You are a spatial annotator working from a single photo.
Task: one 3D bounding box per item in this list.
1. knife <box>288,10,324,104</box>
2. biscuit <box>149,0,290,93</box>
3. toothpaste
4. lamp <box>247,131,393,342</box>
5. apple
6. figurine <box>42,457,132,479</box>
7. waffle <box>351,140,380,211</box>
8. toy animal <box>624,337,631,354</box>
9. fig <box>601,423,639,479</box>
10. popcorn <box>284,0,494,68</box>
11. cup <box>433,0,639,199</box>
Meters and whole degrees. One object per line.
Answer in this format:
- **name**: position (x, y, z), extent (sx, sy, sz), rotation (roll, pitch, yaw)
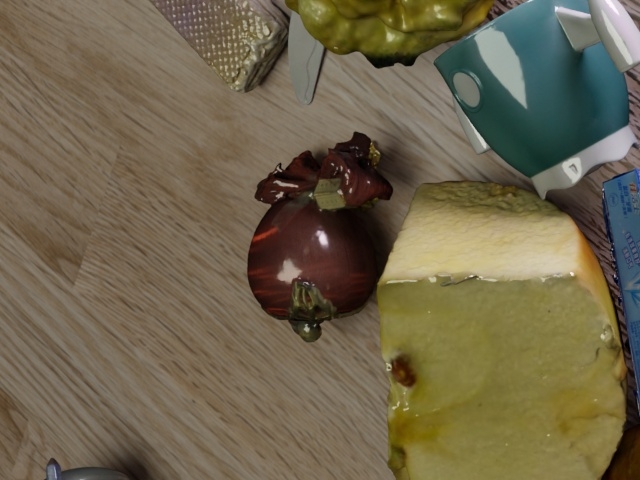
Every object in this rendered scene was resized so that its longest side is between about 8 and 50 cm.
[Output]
- **knife**: position (-0.002, -0.270, 1.495), extent (0.058, 0.032, 0.244), rotation (24, 120, 6)
- **biscuit**: position (-0.136, -0.295, 1.580), extent (0.239, 0.062, 0.108), rotation (48, 124, 19)
- **toothpaste**: position (0.316, 0.070, 1.189), extent (0.053, 0.066, 0.272), rotation (-27, 67, 56)
- **lamp**: position (-0.008, 0.006, 1.476), extent (0.215, 0.151, 0.223), rotation (-3, 110, 53)
- **apple**: position (0.164, 0.123, 1.314), extent (0.314, 0.252, 0.309), rotation (33, 142, 53)
- **figurine**: position (-0.263, 0.468, 1.804), extent (0.382, 0.205, 0.224), rotation (35, 119, 5)
- **waffle**: position (0.042, -0.074, 1.517), extent (0.078, 0.016, 0.085), rotation (-5, 97, 44)
- **toy animal**: position (0.392, 0.119, 1.214), extent (0.245, 0.115, 0.146), rotation (49, 126, 19)
- **fig**: position (0.345, 0.267, 1.260), extent (0.149, 0.202, 0.148), rotation (19, 133, -3)
- **popcorn**: position (0.072, -0.306, 1.300), extent (0.286, 0.252, 0.215), rotation (-13, 54, 37)
- **cup**: position (0.223, -0.140, 1.267), extent (0.173, 0.168, 0.300), rotation (60, 156, 1)
